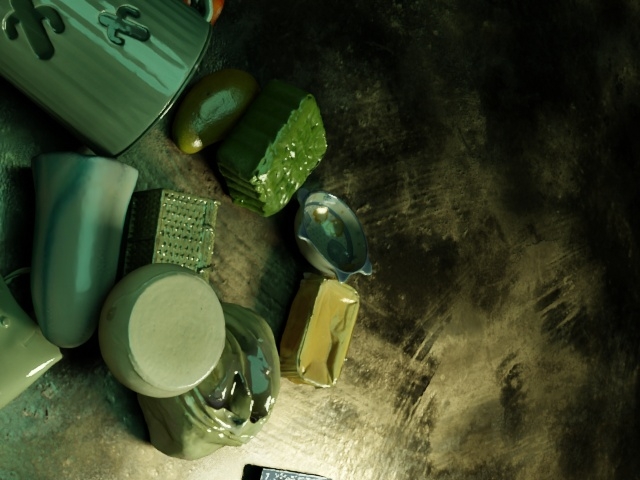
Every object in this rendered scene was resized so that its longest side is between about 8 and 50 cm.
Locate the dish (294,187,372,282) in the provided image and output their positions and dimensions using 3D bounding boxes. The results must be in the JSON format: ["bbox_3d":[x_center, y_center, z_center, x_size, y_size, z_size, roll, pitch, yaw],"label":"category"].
[{"bbox_3d":[0.000,0.000,1.907,0.228,0.086,0.236,-21,81,-54],"label":"dish"}]

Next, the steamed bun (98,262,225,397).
[{"bbox_3d":[-0.286,0.156,1.496,0.232,0.145,0.231,6,81,-41],"label":"steamed bun"}]

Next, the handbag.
[{"bbox_3d":[-0.554,0.157,1.435,0.315,0.109,0.241,-47,117,-37],"label":"handbag"}]

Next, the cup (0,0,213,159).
[{"bbox_3d":[-0.399,-0.395,1.480,0.392,0.310,0.401,37,59,-28],"label":"cup"}]

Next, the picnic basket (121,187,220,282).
[{"bbox_3d":[-0.281,0.009,1.657,0.154,0.134,0.196,12,79,-36],"label":"picnic basket"}]

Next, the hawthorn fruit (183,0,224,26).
[{"bbox_3d":[-0.256,-0.485,1.701,0.194,0.157,0.157,-16,98,-49],"label":"hawthorn fruit"}]

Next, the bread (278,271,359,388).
[{"bbox_3d":[-0.008,0.201,1.894,0.136,0.107,0.241,27,70,-34],"label":"bread"}]

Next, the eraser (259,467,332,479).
[{"bbox_3d":[-0.056,0.550,1.875,0.225,0.036,0.082,21,72,-37],"label":"eraser"}]

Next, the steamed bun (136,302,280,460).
[{"bbox_3d":[-0.198,0.269,1.665,0.275,0.206,0.320,22,69,-36],"label":"steamed bun"}]

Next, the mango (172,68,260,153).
[{"bbox_3d":[-0.216,-0.268,1.760,0.227,0.099,0.136,-44,121,-24],"label":"mango"}]

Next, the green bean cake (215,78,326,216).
[{"bbox_3d":[-0.098,-0.184,1.788,0.248,0.125,0.222,-53,158,-17],"label":"green bean cake"}]

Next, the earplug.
[{"bbox_3d":[-0.428,0.024,1.490,0.185,0.185,0.324,13,78,-39],"label":"earplug"}]
